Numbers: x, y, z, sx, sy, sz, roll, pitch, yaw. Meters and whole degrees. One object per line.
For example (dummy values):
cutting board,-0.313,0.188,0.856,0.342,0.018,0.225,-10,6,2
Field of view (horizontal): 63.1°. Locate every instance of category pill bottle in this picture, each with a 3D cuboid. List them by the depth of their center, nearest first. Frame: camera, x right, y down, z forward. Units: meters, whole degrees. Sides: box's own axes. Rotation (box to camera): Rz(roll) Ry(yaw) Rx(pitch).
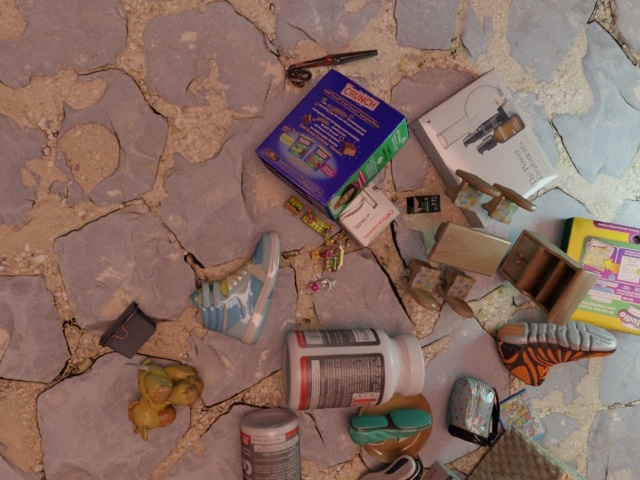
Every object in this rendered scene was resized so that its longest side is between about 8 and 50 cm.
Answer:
pill bottle,-0.132,0.624,1.427,0.161,0.161,0.283,-4,93,-11
pill bottle,0.085,0.349,1.433,0.363,0.210,0.210,0,92,-11

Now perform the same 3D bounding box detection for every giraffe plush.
giraffe plush,-0.430,0.425,1.370,0.210,0.181,0.170,17,96,-3

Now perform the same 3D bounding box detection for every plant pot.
plant pot,0.219,0.543,1.557,0.236,0.032,0.236,0,92,-12

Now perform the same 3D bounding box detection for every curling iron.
curling iron,0.033,-0.498,1.481,0.274,0.035,0.068,-20,100,-9

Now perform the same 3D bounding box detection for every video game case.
video game case,0.628,0.568,1.643,0.119,0.015,0.166,-26,97,-9

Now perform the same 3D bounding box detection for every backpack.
backpack,0.450,0.502,1.545,0.115,0.152,0.182,22,76,-20

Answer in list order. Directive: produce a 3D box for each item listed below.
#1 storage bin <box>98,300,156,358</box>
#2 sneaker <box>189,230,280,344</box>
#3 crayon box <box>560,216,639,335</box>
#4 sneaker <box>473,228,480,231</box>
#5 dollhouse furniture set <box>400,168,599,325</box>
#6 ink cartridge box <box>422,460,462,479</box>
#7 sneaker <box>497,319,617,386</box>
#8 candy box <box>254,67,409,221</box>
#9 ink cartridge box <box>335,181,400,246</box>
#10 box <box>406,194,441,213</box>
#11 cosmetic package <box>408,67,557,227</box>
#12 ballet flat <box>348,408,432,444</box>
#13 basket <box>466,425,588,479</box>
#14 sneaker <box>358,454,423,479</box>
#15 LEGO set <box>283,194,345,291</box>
storage bin,-0.504,0.244,1.382,0.091,0.098,0.135,42,84,-20
sneaker,-0.233,0.111,1.408,0.208,0.127,0.319,15,88,-12
crayon box,0.912,0.117,1.574,0.363,0.106,0.313,12,91,13
sneaker,0.496,0.011,1.587,0.119,0.047,0.057,34,97,-9
dollhouse furniture set,0.493,0.061,1.419,0.394,0.256,0.362,15,112,-24
ink cartridge box,0.368,0.777,1.490,0.100,0.237,0.172,38,85,-12
sneaker,0.702,0.342,1.557,0.321,0.124,0.180,0,116,28
candy box,0.034,-0.258,1.394,0.268,0.122,0.317,40,85,22
ink cartridge box,0.102,-0.101,1.483,0.148,0.086,0.203,-45,98,-6
box,0.303,-0.106,1.532,0.083,0.062,0.052,-4,92,-11
cosmetic package,0.483,-0.268,1.546,0.284,0.097,0.377,-35,98,-5
ballet flat,0.199,0.544,1.506,0.247,0.083,0.087,-2,117,-10
basket,0.615,0.777,1.484,0.266,0.331,0.328,39,89,-8
sneaker,0.211,0.719,1.539,0.217,0.079,0.121,-36,134,15
LEGO set,0.000,0.000,1.456,0.132,0.107,0.287,-18,95,-10
